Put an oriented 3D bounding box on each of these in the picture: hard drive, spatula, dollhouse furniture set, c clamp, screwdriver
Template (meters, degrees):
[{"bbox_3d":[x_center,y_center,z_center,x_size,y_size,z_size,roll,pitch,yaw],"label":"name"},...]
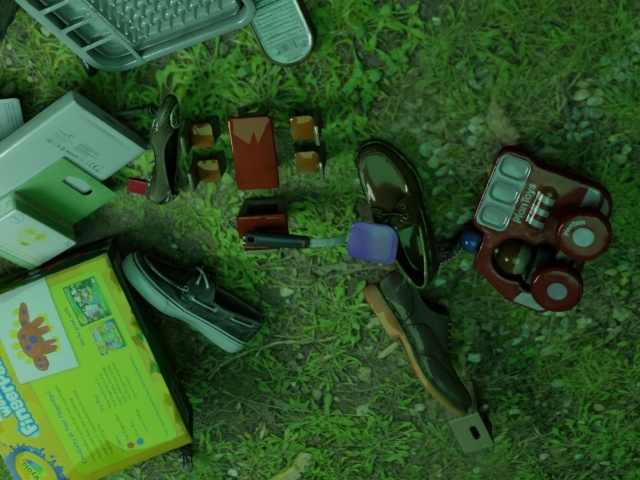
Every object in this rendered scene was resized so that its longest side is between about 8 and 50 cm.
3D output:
[{"bbox_3d":[-0.507,-0.139,1.573,0.307,0.040,0.203,-31,148,15],"label":"hard drive"},{"bbox_3d":[0.000,0.000,1.596,0.296,0.030,0.084,2,119,-11],"label":"spatula"},{"bbox_3d":[-0.119,-0.118,1.604,0.262,0.135,0.259,-4,122,4],"label":"dollhouse furniture set"},{"bbox_3d":[-0.372,-0.226,1.611,0.161,0.022,0.137,-2,123,2],"label":"c clamp"},{"bbox_3d":[-0.456,-0.373,1.524,0.025,0.024,0.170,-36,116,-10],"label":"screwdriver"}]

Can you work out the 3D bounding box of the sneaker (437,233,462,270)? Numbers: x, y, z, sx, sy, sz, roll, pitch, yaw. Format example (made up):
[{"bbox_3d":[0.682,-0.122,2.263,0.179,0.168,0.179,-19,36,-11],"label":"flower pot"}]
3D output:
[{"bbox_3d":[0.246,0.022,1.738,0.057,0.047,0.119,43,113,-9],"label":"sneaker"}]

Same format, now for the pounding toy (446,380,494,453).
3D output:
[{"bbox_3d":[0.346,0.392,1.910,0.100,0.130,0.141,-21,119,14],"label":"pounding toy"}]

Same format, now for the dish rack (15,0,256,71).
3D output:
[{"bbox_3d":[-0.301,-0.416,1.391,0.333,0.072,0.285,-14,154,19],"label":"dish rack"}]

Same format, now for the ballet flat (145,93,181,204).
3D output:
[{"bbox_3d":[-0.287,-0.164,1.595,0.058,0.084,0.250,24,129,9],"label":"ballet flat"}]

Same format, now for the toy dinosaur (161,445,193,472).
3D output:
[{"bbox_3d":[-0.422,0.475,2.031,0.118,0.064,0.268,-36,112,14],"label":"toy dinosaur"}]

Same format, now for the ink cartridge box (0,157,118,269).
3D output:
[{"bbox_3d":[-0.527,-0.045,1.617,0.235,0.056,0.171,-28,148,13],"label":"ink cartridge box"}]

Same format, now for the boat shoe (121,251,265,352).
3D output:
[{"bbox_3d":[-0.259,0.107,1.775,0.119,0.121,0.335,-44,122,15],"label":"boat shoe"}]

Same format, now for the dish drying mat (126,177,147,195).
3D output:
[{"bbox_3d":[-0.346,-0.104,1.695,0.083,0.008,0.032,12,121,-7],"label":"dish drying mat"}]

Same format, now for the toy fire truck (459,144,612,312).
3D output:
[{"bbox_3d":[0.415,-0.015,1.649,0.254,0.169,0.302,23,121,8],"label":"toy fire truck"}]

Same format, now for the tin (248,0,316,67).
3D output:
[{"bbox_3d":[-0.076,-0.396,1.490,0.106,0.040,0.189,-22,119,10],"label":"tin"}]

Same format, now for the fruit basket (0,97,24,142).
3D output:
[{"bbox_3d":[-0.736,-0.125,1.631,0.353,0.165,0.327,-12,131,-16],"label":"fruit basket"}]

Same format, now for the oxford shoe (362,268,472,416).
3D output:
[{"bbox_3d":[0.239,0.218,1.789,0.133,0.130,0.363,-34,106,3],"label":"oxford shoe"}]

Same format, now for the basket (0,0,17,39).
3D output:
[{"bbox_3d":[-0.609,-0.462,1.366,0.255,0.201,0.289,6,132,-1],"label":"basket"}]

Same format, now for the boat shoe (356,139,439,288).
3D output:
[{"bbox_3d":[0.157,-0.049,1.641,0.111,0.104,0.307,-22,110,22],"label":"boat shoe"}]

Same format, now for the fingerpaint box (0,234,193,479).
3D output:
[{"bbox_3d":[-0.517,0.267,1.749,0.371,0.163,0.444,-22,107,-2],"label":"fingerpaint box"}]
